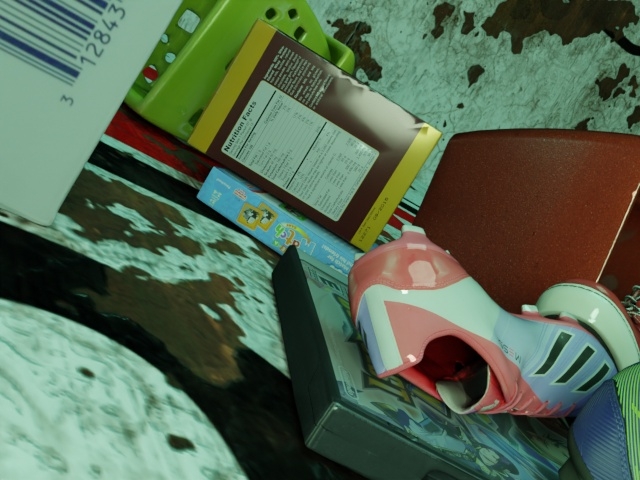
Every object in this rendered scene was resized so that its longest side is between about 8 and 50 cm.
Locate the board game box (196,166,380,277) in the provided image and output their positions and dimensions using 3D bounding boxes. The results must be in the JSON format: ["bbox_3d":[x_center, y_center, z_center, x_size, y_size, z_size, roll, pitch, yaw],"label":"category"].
[{"bbox_3d":[0.000,0.000,0.823,0.211,0.039,0.160,33,10,9],"label":"board game box"}]

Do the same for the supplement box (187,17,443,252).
[{"bbox_3d":[-0.002,-0.107,0.842,0.194,0.129,0.191,32,10,-3],"label":"supplement box"}]

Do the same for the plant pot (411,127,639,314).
[{"bbox_3d":[0.240,0.018,0.926,0.235,0.267,0.267,25,3,37],"label":"plant pot"}]

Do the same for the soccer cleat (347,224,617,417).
[{"bbox_3d":[0.110,0.079,0.533,0.248,0.083,0.095,32,40,-36],"label":"soccer cleat"}]

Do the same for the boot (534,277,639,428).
[{"bbox_3d":[0.255,0.062,0.706,0.088,0.176,0.244,20,-24,37],"label":"boot"}]

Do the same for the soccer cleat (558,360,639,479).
[{"bbox_3d":[0.243,0.175,0.406,0.093,0.121,0.289,-4,48,-52],"label":"soccer cleat"}]

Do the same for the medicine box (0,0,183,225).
[{"bbox_3d":[-0.191,-0.198,0.533,0.149,0.263,0.289,26,12,-35],"label":"medicine box"}]

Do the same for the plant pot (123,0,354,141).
[{"bbox_3d":[-0.107,-0.219,1.046,0.207,0.227,0.228,34,7,-36],"label":"plant pot"}]

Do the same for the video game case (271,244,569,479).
[{"bbox_3d":[0.087,0.112,0.572,0.248,0.035,0.275,31,10,-14],"label":"video game case"}]
